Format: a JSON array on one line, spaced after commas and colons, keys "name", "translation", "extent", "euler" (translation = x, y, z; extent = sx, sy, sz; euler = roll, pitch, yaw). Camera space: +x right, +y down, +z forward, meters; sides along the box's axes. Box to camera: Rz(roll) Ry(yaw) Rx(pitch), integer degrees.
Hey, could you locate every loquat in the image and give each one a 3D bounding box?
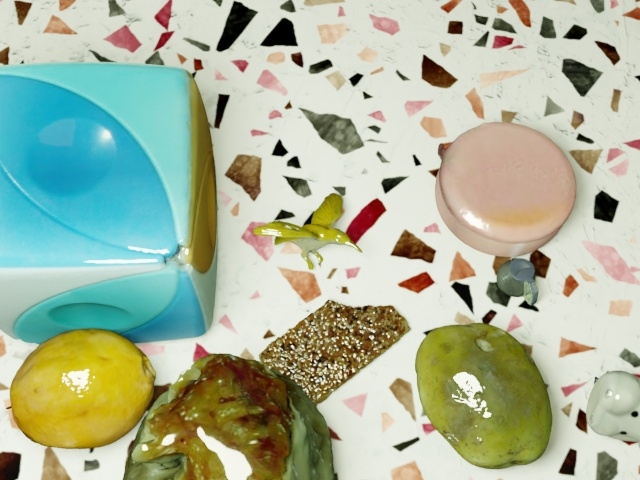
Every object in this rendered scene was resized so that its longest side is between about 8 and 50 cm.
[{"name": "loquat", "translation": [-0.364, 0.230, 1.224], "extent": [0.234, 0.187, 0.176], "euler": [-14, 36, 1]}]

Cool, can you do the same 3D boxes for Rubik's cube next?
[{"name": "Rubik's cube", "translation": [-0.343, -0.045, 1.257], "extent": [0.351, 0.347, 0.352], "euler": [-4, 66, -3]}]

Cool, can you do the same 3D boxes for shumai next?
[{"name": "shumai", "translation": [-0.136, 0.323, 1.109], "extent": [0.324, 0.323, 0.398], "euler": [9, 61, 2]}]

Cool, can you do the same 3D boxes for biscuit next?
[{"name": "biscuit", "translation": [0.025, 0.168, 1.345], "extent": [0.237, 0.026, 0.131], "euler": [-36, 73, -15]}]

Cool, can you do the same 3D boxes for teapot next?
[{"name": "teapot", "translation": [0.344, 0.068, 1.381], "extent": [0.066, 0.057, 0.088], "euler": [-25, 68, -11]}]

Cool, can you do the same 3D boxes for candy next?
[{"name": "candy", "translation": [0.320, -0.096, 1.433], "extent": [0.255, 0.094, 0.255], "euler": [1, 66, -1]}]

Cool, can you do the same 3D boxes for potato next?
[{"name": "potato", "translation": [0.253, 0.238, 1.256], "extent": [0.197, 0.148, 0.229], "euler": [-11, 68, 9]}]

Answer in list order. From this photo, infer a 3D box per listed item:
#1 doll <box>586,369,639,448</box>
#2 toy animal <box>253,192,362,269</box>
[{"name": "doll", "translation": [0.509, 0.279, 1.262], "extent": [0.180, 0.110, 0.107], "euler": [29, 29, 13]}, {"name": "toy animal", "translation": [0.000, 0.000, 1.388], "extent": [0.155, 0.095, 0.219], "euler": [35, 39, 14]}]
